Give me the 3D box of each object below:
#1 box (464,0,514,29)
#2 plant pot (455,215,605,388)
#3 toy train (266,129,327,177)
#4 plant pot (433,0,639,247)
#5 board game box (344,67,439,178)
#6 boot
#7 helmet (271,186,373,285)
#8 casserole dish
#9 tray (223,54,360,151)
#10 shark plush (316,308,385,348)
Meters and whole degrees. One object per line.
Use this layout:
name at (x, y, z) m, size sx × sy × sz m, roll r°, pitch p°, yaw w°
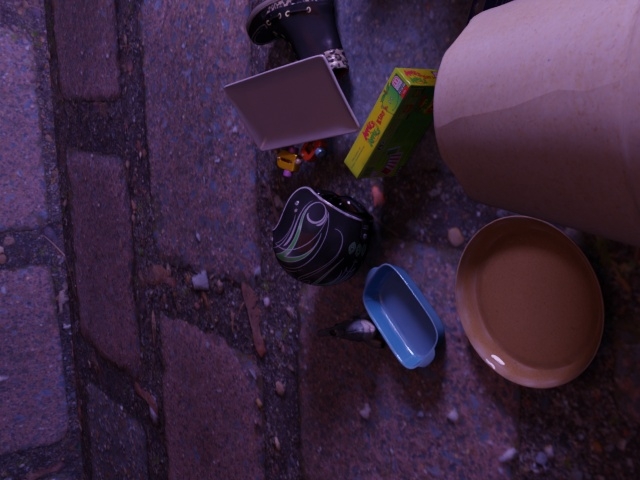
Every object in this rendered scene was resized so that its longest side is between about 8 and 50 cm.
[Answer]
box at (0.282, -0.268, 0.866) m, size 0.225 × 0.036 × 0.136 m, roll 37°, pitch 125°, yaw 40°
plant pot at (0.285, 0.082, 0.939) m, size 0.236 × 0.032 × 0.236 m, roll 13°, pitch 107°, yaw 51°
toy train at (-0.042, -0.191, 1.299) m, size 0.125 × 0.046 × 0.166 m, roll -55°, pitch 52°, yaw 29°
plant pot at (0.290, -0.129, 0.658) m, size 0.305 × 0.333 × 0.334 m, roll 11°, pitch 106°, yaw 55°
board game box at (0.117, -0.177, 1.053) m, size 0.043 × 0.092 × 0.181 m, roll 56°, pitch 136°, yaw 28°
boot at (-0.045, -0.352, 1.234) m, size 0.236 × 0.085 × 0.179 m, roll -17°, pitch 86°, yaw 52°
helmet at (0.000, 0.000, 1.184) m, size 0.169 × 0.169 × 0.161 m, roll 42°, pitch 112°, yaw 39°
casserole dish at (0.139, 0.122, 1.131) m, size 0.188 × 0.037 × 0.114 m, roll 57°, pitch 137°, yaw 29°
tray at (-0.050, -0.241, 1.216) m, size 0.270 × 0.030 × 0.145 m, roll -3°, pitch 124°, yaw 47°
shark plush at (0.045, 0.154, 1.232) m, size 0.161 × 0.067 × 0.073 m, roll 5°, pitch 101°, yaw 52°
